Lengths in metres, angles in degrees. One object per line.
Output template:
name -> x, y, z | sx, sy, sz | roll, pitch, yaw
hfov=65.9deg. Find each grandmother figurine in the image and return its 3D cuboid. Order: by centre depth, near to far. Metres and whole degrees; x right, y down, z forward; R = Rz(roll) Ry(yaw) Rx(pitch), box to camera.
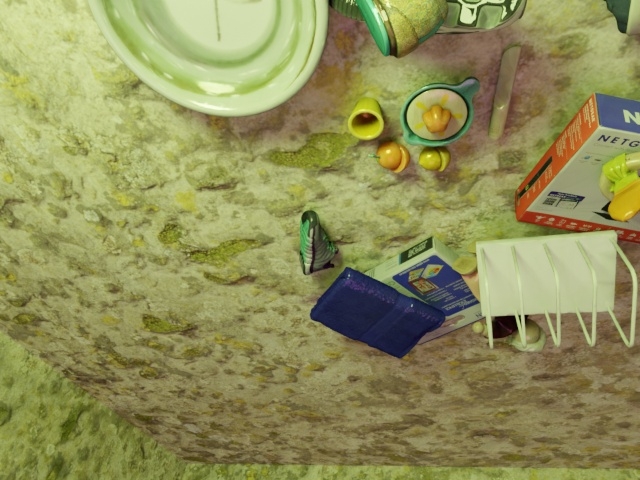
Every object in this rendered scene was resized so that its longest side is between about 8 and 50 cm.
grandmother figurine -> 0.460, 0.162, 1.237 | 0.208, 0.104, 0.342 | -43, 111, -3

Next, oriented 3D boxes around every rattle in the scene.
rattle -> 0.566, -0.053, 0.843 | 0.130, 0.143, 0.199 | -26, 131, 26

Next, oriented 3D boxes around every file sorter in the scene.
file sorter -> 0.478, 0.112, 1.028 | 0.277, 0.173, 0.193 | -5, 115, 17

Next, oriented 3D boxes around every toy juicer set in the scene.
toy juicer set -> 0.235, -0.213, 0.948 | 0.329, 0.089, 0.209 | -13, 133, 23

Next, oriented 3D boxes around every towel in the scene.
towel -> 0.149, 0.194, 1.335 | 0.308, 0.076, 0.228 | 26, 130, -14

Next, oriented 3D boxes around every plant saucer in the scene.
plant saucer -> -0.177, -0.399, 0.815 | 0.400, 0.100, 0.400 | 7, 138, 6

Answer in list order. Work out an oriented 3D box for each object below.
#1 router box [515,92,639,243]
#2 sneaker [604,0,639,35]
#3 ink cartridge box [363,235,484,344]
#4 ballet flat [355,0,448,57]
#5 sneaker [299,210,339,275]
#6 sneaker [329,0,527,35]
router box -> 0.598, -0.116, 0.942 | 0.335, 0.082, 0.301 | 11, 151, 0
sneaker -> 0.371, -0.430, 0.679 | 0.148, 0.131, 0.350 | 3, 148, 40
ink cartridge box -> 0.288, 0.148, 1.352 | 0.307, 0.072, 0.303 | 34, 131, -27
ballet flat -> 0.059, -0.412, 0.674 | 0.123, 0.123, 0.349 | -37, 78, 39
sneaker -> 0.000, 0.000, 1.254 | 0.098, 0.083, 0.224 | -8, 144, -11
sneaker -> 0.148, -0.378, 0.766 | 0.330, 0.146, 0.122 | 24, 108, 19
